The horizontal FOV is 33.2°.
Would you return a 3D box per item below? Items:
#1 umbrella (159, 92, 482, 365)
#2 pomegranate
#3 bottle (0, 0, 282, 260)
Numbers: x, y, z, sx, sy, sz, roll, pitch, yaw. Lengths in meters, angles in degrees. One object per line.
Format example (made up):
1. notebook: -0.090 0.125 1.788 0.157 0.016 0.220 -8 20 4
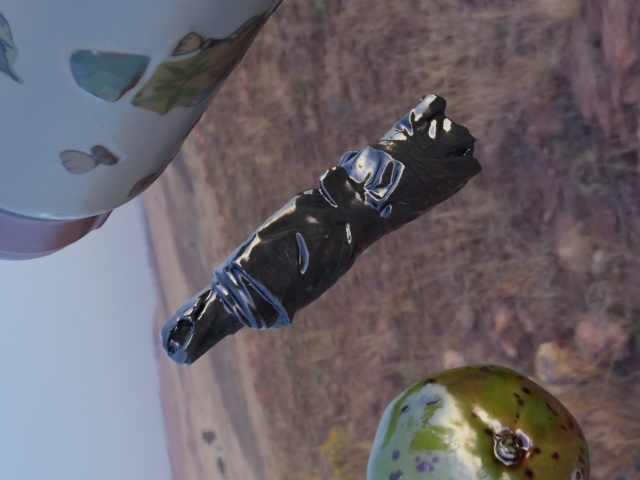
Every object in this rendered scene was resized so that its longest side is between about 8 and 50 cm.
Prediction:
1. umbrella: 0.000 0.000 0.669 0.066 0.236 0.059 52 165 -3
2. pomegranate: 0.077 0.127 0.565 0.142 0.115 0.114 121 137 -63
3. bottle: -0.097 -0.077 0.416 0.253 0.120 0.120 -43 56 52
